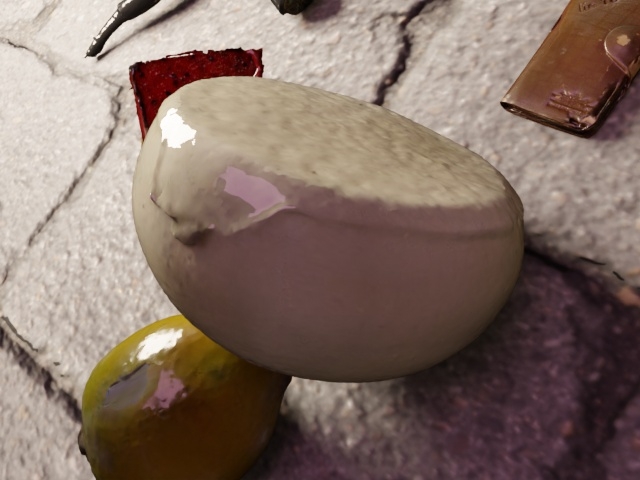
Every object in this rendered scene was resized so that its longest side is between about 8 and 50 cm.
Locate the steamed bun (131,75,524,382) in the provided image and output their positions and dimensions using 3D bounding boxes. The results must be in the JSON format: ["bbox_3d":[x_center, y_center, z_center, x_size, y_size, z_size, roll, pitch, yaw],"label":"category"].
[{"bbox_3d":[0.000,0.000,0.493,0.283,0.283,0.177,36,122,36],"label":"steamed bun"}]

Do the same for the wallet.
[{"bbox_3d":[0.245,-0.178,0.585,0.095,0.026,0.176,33,84,33],"label":"wallet"}]

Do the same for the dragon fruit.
[{"bbox_3d":[-0.137,-0.152,0.750,0.161,0.120,0.127,-13,14,-7],"label":"dragon fruit"}]

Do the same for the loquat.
[{"bbox_3d":[-0.109,0.135,0.543,0.195,0.152,0.152,-26,56,4],"label":"loquat"}]

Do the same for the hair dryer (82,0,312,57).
[{"bbox_3d":[-0.180,-0.331,0.869,0.359,0.120,0.303,-36,68,20],"label":"hair dryer"}]
